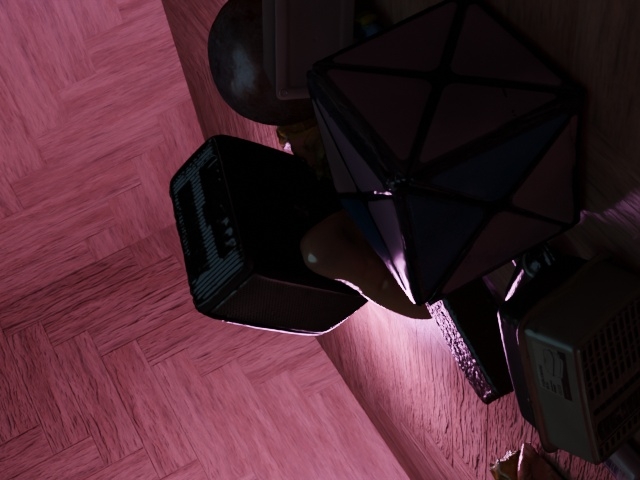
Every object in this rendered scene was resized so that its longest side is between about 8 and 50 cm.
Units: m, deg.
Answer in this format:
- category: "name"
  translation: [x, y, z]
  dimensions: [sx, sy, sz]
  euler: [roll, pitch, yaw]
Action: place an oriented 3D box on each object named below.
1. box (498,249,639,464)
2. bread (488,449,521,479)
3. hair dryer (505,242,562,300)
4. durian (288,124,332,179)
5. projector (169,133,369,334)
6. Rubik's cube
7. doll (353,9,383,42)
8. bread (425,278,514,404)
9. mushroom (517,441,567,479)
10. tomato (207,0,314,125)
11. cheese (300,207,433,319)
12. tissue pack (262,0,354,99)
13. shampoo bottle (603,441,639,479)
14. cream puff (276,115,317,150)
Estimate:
- category: "box"
  translation: [0.396, 0.175, 1.476]
  dimensions: [0.166, 0.220, 0.290]
  euler: [28, 144, 49]
- category: "bread"
  translation: [0.496, 0.621, 2.290]
  dimensions: [0.269, 0.087, 0.098]
  euler: [59, 164, 13]
- category: "hair dryer"
  translation: [0.334, -0.012, 1.696]
  dimensions: [0.195, 0.078, 0.248]
  euler: [92, 154, -62]
- category: "durian"
  translation: [0.032, -0.188, 2.268]
  dimensions: [0.352, 0.169, 0.158]
  euler: [-123, 13, -66]
- category: "projector"
  translation: [-0.120, -0.005, 2.277]
  dimensions: [0.242, 0.405, 0.395]
  euler: [-39, 53, 35]
- category: "Rubik's cube"
  translation: [0.186, -0.132, 1.474]
  dimensions: [0.310, 0.305, 0.307]
  euler: [53, 165, 38]
- category: "doll"
  translation: [0.135, -0.271, 1.869]
  dimensions: [0.346, 0.099, 0.341]
  euler: [60, 169, 2]
- category: "bread"
  translation: [0.294, 0.133, 2.040]
  dimensions: [0.416, 0.113, 0.165]
  euler: [62, 167, 12]
- category: "mushroom"
  translation: [0.493, 0.542, 2.146]
  dimensions: [0.210, 0.094, 0.072]
  euler: [47, 157, 40]
- category: "tomato"
  translation: [-0.098, -0.409, 2.152]
  dimensions: [0.317, 0.283, 0.316]
  euler: [165, 90, -72]
- category: "cheese"
  translation: [0.131, 0.065, 2.167]
  dimensions: [0.130, 0.351, 0.328]
  euler: [-35, 91, 33]
- category: "tissue pack"
  translation: [-0.024, -0.412, 1.892]
  dimensions: [0.136, 0.159, 0.246]
  euler: [-111, 19, -54]
- category: "shampoo bottle"
  translation: [0.505, 0.354, 1.768]
  dimensions: [0.227, 0.056, 0.086]
  euler: [52, 165, 42]
- category: "cream puff"
  translation: [-0.049, -0.292, 2.525]
  dimensions: [0.146, 0.146, 0.116]
  euler: [144, 120, -77]
